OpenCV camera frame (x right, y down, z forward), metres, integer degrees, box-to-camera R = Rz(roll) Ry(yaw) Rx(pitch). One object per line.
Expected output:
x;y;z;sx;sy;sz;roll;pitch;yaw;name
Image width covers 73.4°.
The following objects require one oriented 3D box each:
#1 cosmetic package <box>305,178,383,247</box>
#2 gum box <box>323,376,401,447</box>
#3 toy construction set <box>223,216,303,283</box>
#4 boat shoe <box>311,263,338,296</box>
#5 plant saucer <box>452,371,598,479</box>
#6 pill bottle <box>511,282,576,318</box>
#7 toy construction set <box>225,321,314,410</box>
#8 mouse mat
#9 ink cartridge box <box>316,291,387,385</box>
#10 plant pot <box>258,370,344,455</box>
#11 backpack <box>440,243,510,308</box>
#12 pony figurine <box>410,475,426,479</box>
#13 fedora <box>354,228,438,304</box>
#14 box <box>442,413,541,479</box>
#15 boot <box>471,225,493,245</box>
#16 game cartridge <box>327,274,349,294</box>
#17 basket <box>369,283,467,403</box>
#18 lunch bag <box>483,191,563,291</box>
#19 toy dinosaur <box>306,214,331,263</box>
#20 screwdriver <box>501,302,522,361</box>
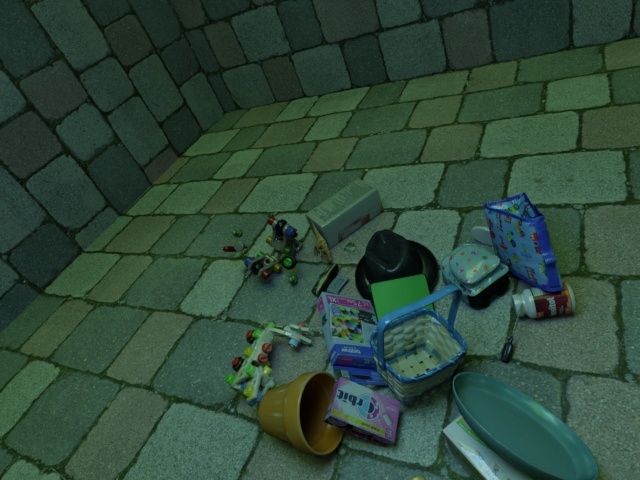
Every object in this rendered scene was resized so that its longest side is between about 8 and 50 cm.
0.104;-0.119;1.836;0.296;0.129;0.153;-34;39;-12;cosmetic package
0.116;0.451;1.124;0.188;0.062;0.107;23;49;-2;gum box
-0.216;0.033;1.796;0.308;0.258;0.237;5;0;12;toy construction set
0.016;0.143;1.628;0.049;0.056;0.152;14;51;33;boat shoe
0.429;0.406;0.938;0.317;0.317;0.044;42;113;51;plant saucer
0.631;0.174;1.220;0.151;0.086;0.086;-13;38;17;pill bottle
-0.174;0.375;1.377;0.215;0.151;0.328;-21;21;48;toy construction set
0.261;0.193;1.366;0.189;0.007;0.153;-10;75;-3;mouse mat
0.104;0.293;1.312;0.185;0.065;0.311;13;34;-20;ink cartridge box
-0.062;0.471;1.178;0.187;0.205;0.205;-17;35;36;plant pot
0.474;0.097;1.357;0.165;0.145;0.188;-37;35;-6;backpack
0.287;0.630;0.701;0.302;0.352;0.363;-22;18;-2;pony figurine
0.249;0.070;1.506;0.333;0.153;0.334;-15;38;12;fedora
0.384;0.490;0.954;0.103;0.114;0.203;-33;36;-12;box
0.628;-0.026;1.489;0.189;0.069;0.086;20;48;33;boot
0.064;0.167;1.607;0.055;0.017;0.083;18;54;38;game cartridge
0.250;0.266;1.126;0.254;0.289;0.201;-17;41;-23;basket
0.601;0.008;1.247;0.138;0.221;0.293;-17;15;10;lunch bag
0.000;0.000;1.756;0.064;0.112;0.212;-20;70;-24;toy dinosaur
0.534;0.254;1.184;0.170;0.025;0.024;-62;6;-12;screwdriver
